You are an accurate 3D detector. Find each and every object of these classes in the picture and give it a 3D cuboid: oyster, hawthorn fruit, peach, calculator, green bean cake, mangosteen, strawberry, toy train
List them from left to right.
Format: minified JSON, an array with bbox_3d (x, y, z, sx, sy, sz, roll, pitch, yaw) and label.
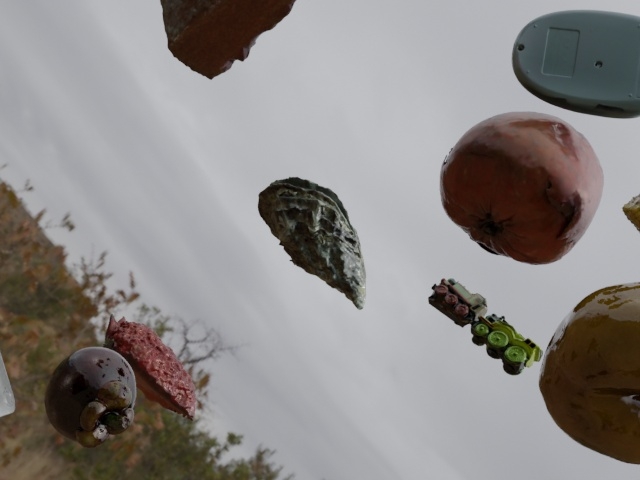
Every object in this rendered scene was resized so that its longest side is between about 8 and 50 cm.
[{"bbox_3d":[-0.299,0.213,0.992,0.140,0.140,0.140,41,-19,18],"label":"mangosteen"},{"bbox_3d":[-0.321,0.243,1.454,0.228,0.098,0.174,29,-33,19],"label":"strawberry"},{"bbox_3d":[-0.078,-0.324,0.840,0.097,0.233,0.198,10,62,-58],"label":"green bean cake"},{"bbox_3d":[0.001,0.005,1.684,0.351,0.158,0.162,55,-34,-4],"label":"oyster"},{"bbox_3d":[0.311,0.159,1.439,0.250,0.085,0.053,43,-27,36],"label":"toy train"},{"bbox_3d":[0.368,-0.109,1.299,0.276,0.307,0.276,31,-38,28],"label":"hawthorn fruit"},{"bbox_3d":[0.469,-0.294,1.229,0.299,0.185,0.041,11,-12,9],"label":"calculator"},{"bbox_3d":[0.404,0.168,0.927,0.251,0.153,0.251,11,-58,18],"label":"peach"}]

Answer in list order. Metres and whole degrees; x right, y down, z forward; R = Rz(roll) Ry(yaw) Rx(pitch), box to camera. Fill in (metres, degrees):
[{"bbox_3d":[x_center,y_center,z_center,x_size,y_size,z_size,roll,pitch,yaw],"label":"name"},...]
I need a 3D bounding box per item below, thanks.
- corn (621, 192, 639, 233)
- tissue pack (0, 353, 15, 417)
[{"bbox_3d":[0.565,0.014,1.132,0.248,0.081,0.081,43,-18,-9],"label":"corn"},{"bbox_3d":[-0.388,0.065,0.644,0.159,0.136,0.246,88,-16,-84],"label":"tissue pack"}]
